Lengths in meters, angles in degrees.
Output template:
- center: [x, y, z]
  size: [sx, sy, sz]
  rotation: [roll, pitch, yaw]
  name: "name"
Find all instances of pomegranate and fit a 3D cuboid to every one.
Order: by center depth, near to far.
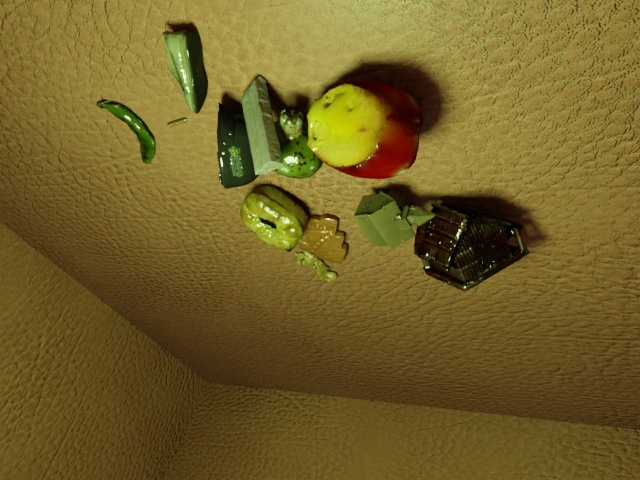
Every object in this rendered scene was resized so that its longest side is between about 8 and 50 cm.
- center: [-0.081, -0.302, 1.541]
  size: [0.202, 0.202, 0.247]
  rotation: [16, 153, 6]
  name: "pomegranate"

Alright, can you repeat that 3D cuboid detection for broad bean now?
- center: [-0.687, -0.400, 1.844]
  size: [0.144, 0.049, 0.292]
  rotation: [0, 139, 36]
  name: "broad bean"

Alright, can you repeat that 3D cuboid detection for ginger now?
- center: [-0.024, 0.113, 2.203]
  size: [0.194, 0.052, 0.176]
  rotation: [12, 150, 13]
  name: "ginger"

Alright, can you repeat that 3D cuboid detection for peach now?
- center: [0.109, -0.307, 1.386]
  size: [0.339, 0.281, 0.281]
  rotation: [12, 145, 11]
  name: "peach"

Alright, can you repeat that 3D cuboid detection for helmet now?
- center: [-0.255, -0.304, 1.627]
  size: [0.161, 0.230, 0.278]
  rotation: [0, 122, -8]
  name: "helmet"

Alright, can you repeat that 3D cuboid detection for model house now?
- center: [0.271, -0.090, 1.665]
  size: [0.248, 0.176, 0.180]
  rotation: [-2, 140, 37]
  name: "model house"
- center: [0.463, -0.026, 1.676]
  size: [0.282, 0.297, 0.317]
  rotation: [53, 172, -26]
  name: "model house"

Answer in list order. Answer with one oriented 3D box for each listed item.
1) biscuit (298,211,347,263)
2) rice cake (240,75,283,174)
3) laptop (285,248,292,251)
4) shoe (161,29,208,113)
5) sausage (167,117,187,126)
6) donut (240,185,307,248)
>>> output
- center: [0.000, 0.000, 2.030]
  size: [0.284, 0.043, 0.306]
  rotation: [-17, 129, 38]
  name: "biscuit"
- center: [-0.179, -0.335, 1.486]
  size: [0.050, 0.297, 0.106]
  rotation: [0, 158, -35]
  name: "rice cake"
- center: [-0.188, -0.025, 2.128]
  size: [0.197, 0.016, 0.135]
  rotation: [28, 143, -12]
  name: "laptop"
- center: [-0.405, -0.506, 1.512]
  size: [0.098, 0.103, 0.274]
  rotation: [15, 139, 10]
  name: "shoe"
- center: [-0.503, -0.413, 1.756]
  size: [0.100, 0.015, 0.015]
  rotation: [-6, 138, 32]
  name: "sausage"
- center: [-0.178, -0.087, 1.907]
  size: [0.261, 0.128, 0.208]
  rotation: [41, 140, -6]
  name: "donut"
